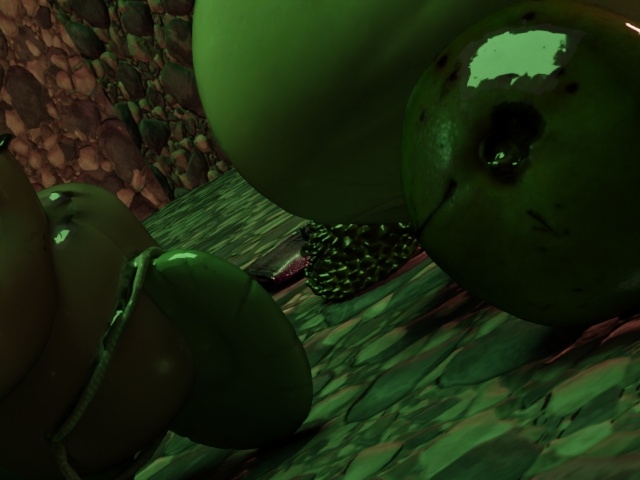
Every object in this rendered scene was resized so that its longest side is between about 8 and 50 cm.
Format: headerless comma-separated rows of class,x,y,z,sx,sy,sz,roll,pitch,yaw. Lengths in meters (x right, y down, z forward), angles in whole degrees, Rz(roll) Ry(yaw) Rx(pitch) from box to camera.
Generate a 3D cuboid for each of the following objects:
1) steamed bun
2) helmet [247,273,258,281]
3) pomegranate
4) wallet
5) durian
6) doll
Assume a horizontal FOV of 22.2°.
steamed bun,0.153,-0.204,1.153,0.371,0.290,0.456,-26,-13,41
helmet,-0.080,0.075,1.413,0.089,0.057,0.111,-34,13,-3
pomegranate,0.149,-0.035,0.894,0.179,0.210,0.179,-31,50,45
wallet,0.001,0.001,1.702,0.166,0.030,0.111,-35,13,-15
durian,0.051,-0.024,1.423,0.188,0.091,0.148,-25,10,29
doll,-0.169,0.080,1.018,0.284,0.268,0.216,-29,27,26
